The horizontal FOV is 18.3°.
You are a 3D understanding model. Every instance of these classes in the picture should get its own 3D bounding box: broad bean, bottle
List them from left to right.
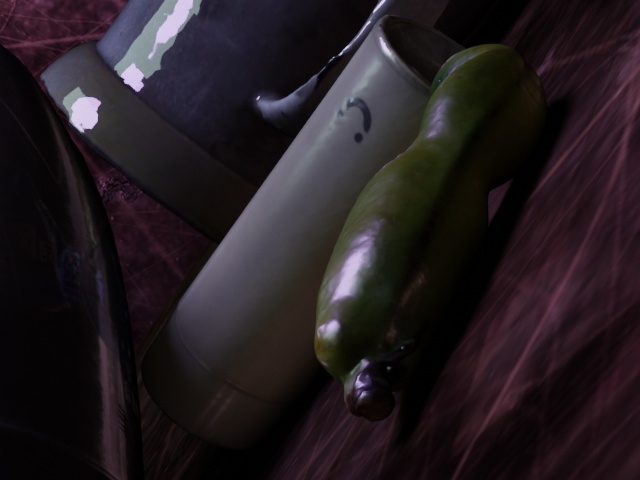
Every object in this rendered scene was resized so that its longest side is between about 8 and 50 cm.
[{"bbox_3d":[0.000,0.000,0.872,0.201,0.072,0.072,-54,5,25],"label":"bottle"},{"bbox_3d":[0.038,-0.010,0.706,0.070,0.048,0.214,-49,8,38],"label":"broad bean"}]

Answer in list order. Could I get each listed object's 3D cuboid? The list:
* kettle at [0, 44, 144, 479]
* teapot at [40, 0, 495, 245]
[{"bbox_3d":[-0.176,0.056,0.940,0.228,0.321,0.324,-21,52,20],"label":"kettle"},{"bbox_3d":[0.020,-0.157,1.104,0.337,0.200,0.270,-53,18,10],"label":"teapot"}]
